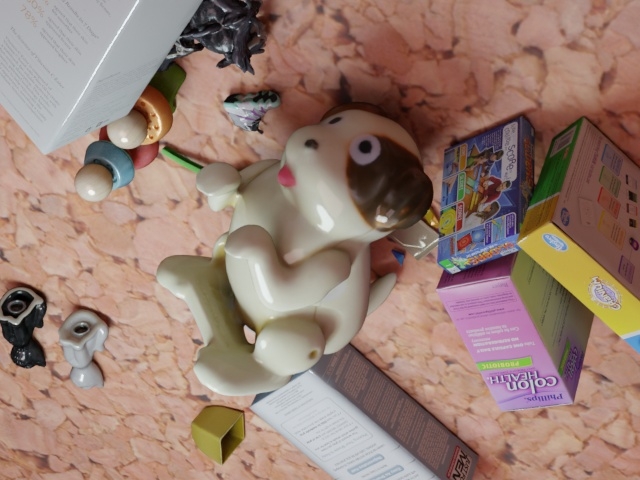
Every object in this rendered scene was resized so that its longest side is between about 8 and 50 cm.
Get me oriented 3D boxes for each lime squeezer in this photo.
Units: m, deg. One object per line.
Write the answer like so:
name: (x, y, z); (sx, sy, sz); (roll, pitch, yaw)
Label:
lime squeezer: (-0.110, -0.107, 1.787); (0.310, 0.059, 0.110); (-3, 127, 28)

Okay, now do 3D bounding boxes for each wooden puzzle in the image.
wooden puzzle: (0.148, -0.009, 1.783); (0.078, 0.014, 0.116); (48, 131, -12)

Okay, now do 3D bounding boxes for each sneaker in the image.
sneaker: (-0.094, -0.189, 1.726); (0.098, 0.038, 0.069); (4, 132, 33)

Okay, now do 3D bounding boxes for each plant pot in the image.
plant pot: (-0.205, 0.370, 2.220); (0.083, 0.081, 0.081); (22, 135, 23)

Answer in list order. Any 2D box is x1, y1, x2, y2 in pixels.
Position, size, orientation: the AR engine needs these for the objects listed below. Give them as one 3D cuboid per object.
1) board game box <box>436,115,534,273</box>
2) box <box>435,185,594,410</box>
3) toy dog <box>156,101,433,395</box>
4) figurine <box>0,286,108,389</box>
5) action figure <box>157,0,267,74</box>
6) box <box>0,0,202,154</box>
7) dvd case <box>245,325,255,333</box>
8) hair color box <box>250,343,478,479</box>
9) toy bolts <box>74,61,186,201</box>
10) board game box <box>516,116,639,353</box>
board game box: (0.229, -0.063, 1.571); (0.136, 0.201, 0.035); (-22, 136, 37)
box: (0.290, 0.084, 1.658); (0.117, 0.213, 0.243); (-13, 122, 32)
toy dog: (0.000, 0.000, 1.653); (0.395, 0.284, 0.408); (10, 128, -26)
figurine: (-0.517, 0.207, 2.225); (0.215, 0.092, 0.209); (19, 141, 7)
action figure: (-0.156, -0.309, 1.582); (0.276, 0.141, 0.164); (-1, 127, 45)
box: (-0.308, -0.312, 1.482); (0.215, 0.168, 0.345); (50, 135, 4)
dvd case: (-0.090, 0.070, 1.946); (0.179, 0.029, 0.238); (35, 133, -6)
hair color box: (0.081, 0.345, 2.043); (0.374, 0.113, 0.185); (42, 133, -12)
toy bolts: (-0.338, -0.175, 1.759); (0.218, 0.158, 0.228); (24, 134, 4)
board game box: (0.419, 0.016, 1.524); (0.316, 0.242, 0.064); (41, 134, -11)
